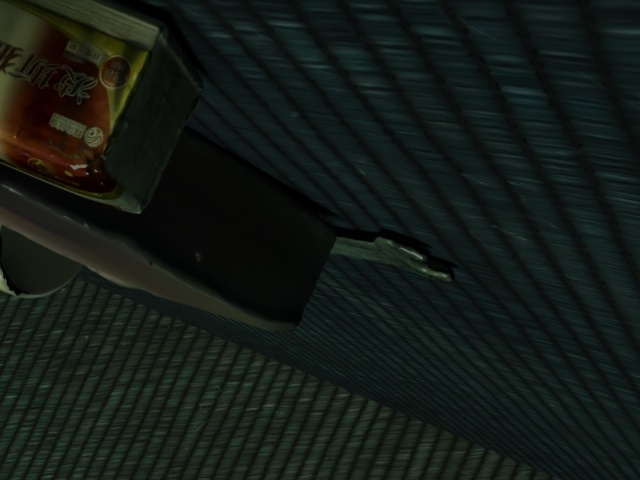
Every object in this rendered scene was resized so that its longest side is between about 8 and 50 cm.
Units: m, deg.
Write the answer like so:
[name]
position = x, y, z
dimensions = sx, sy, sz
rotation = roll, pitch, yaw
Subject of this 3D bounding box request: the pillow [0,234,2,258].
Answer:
[pillow]
position = -0.308, -0.087, 0.952
dimensions = 0.223, 0.084, 0.236
rotation = 4, 129, 54

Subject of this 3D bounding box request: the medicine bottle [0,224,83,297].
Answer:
[medicine bottle]
position = -0.362, -0.039, 1.522
dimensions = 0.258, 0.143, 0.143
rotation = 17, 169, 34

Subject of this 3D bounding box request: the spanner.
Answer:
[spanner]
position = 0.000, 0.000, 1.191
dimensions = 0.071, 0.017, 0.302
rotation = 31, 169, -33

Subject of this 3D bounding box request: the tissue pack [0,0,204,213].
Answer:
[tissue pack]
position = -0.156, -0.088, 0.815
dimensions = 0.149, 0.099, 0.106
rotation = 22, 171, 11

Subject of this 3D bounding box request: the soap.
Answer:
[soap]
position = -0.178, -0.039, 1.147
dimensions = 0.285, 0.107, 0.296
rotation = 31, 170, -33
